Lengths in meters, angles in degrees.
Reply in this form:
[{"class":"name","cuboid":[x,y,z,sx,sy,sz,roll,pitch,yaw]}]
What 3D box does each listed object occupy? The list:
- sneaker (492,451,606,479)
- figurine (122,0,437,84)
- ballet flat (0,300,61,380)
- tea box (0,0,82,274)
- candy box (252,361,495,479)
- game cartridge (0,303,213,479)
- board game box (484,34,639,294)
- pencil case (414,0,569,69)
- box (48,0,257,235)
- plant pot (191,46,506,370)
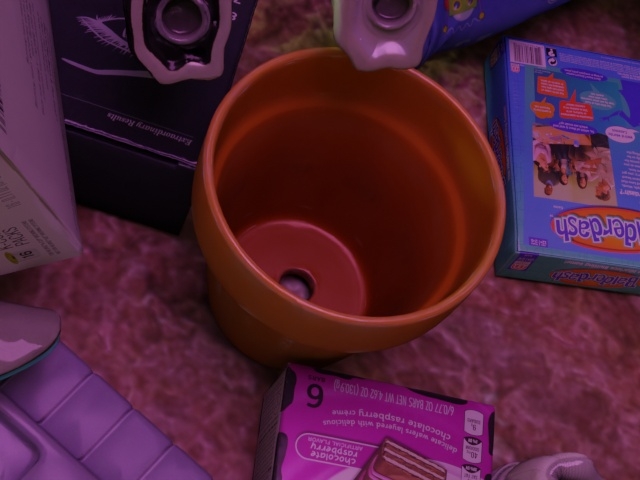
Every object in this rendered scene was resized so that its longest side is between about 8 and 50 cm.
[{"class":"sneaker","cuboid":[0.233,0.260,0.940,0.292,0.118,0.110,42,58,5]},{"class":"figurine","cuboid":[-0.029,-0.192,0.936,0.214,0.092,0.209,-4,29,-7]},{"class":"ballet flat","cuboid":[-0.272,0.068,0.858,0.213,0.068,0.072,-16,32,8]},{"class":"tea box","cuboid":[-0.349,-0.138,0.846,0.323,0.220,0.329,-14,66,4]},{"class":"candy box","cuboid":[0.030,0.214,0.926,0.159,0.071,0.233,13,61,-11]},{"class":"game cartridge","cuboid":[-0.232,0.230,0.846,0.230,0.068,0.355,38,59,9]},{"class":"board game box","cuboid":[0.223,-0.062,1.140,0.160,0.047,0.210,9,61,-13]},{"class":"pencil case","cuboid":[0.146,-0.235,1.144,0.306,0.133,0.119,-25,116,-35]},{"class":"box","cuboid":[-0.142,-0.131,1.027,0.153,0.108,0.207,19,60,-7]},{"class":"plant pot","cuboid":[0.000,0.000,0.958,0.205,0.188,0.205,7,63,-14]}]
